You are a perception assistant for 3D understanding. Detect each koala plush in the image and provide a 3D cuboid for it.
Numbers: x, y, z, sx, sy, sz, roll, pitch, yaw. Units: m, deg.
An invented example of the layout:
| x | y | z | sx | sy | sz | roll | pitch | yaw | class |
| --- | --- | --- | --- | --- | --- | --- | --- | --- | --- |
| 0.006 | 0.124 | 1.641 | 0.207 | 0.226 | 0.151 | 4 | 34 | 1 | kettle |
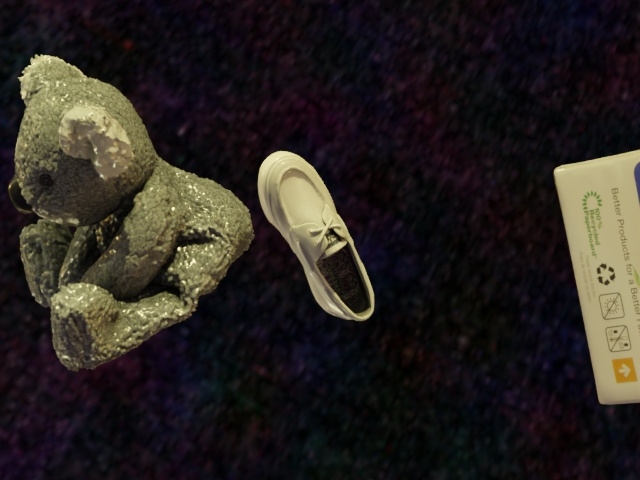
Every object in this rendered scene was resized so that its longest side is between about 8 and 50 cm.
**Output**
| x | y | z | sx | sy | sz | roll | pitch | yaw | class |
| --- | --- | --- | --- | --- | --- | --- | --- | --- | --- |
| -0.182 | -0.047 | 1.535 | 0.203 | 0.196 | 0.221 | -27 | 118 | -7 | koala plush |

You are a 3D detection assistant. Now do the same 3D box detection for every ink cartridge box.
| x | y | z | sx | sy | sz | roll | pitch | yaw | class |
| --- | --- | --- | --- | --- | --- | --- | --- | --- | --- |
| 0.332 | 0.005 | 1.192 | 0.371 | 0.069 | 0.175 | -10 | 91 | 44 | ink cartridge box |

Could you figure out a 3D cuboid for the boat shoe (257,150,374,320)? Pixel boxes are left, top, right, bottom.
| x | y | z | sx | sy | sz | roll | pitch | yaw | class |
| --- | --- | --- | --- | --- | --- | --- | --- | --- | --- |
| 0.000 | 0.000 | 1.703 | 0.063 | 0.066 | 0.184 | 24 | 139 | 57 | boat shoe |
